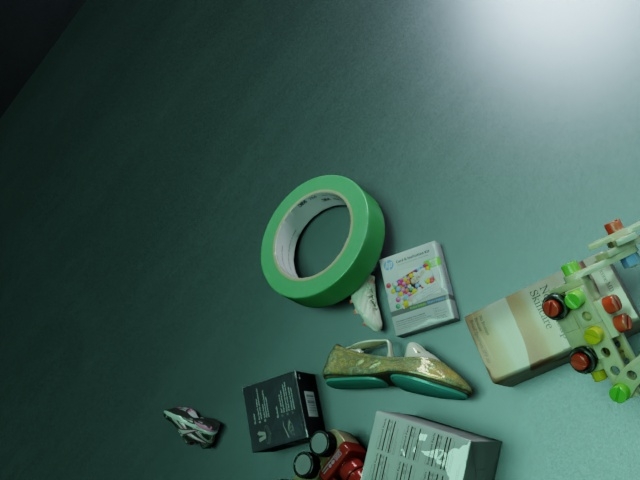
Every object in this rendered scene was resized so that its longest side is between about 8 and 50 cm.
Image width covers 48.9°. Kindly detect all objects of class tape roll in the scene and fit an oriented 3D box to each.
[{"bbox_3d":[0.000,0.000,1.697,0.321,0.077,0.321,-19,56,31],"label":"tape roll"}]

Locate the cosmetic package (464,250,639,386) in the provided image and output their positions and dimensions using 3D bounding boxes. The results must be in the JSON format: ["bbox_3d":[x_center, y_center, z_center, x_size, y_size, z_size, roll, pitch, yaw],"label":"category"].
[{"bbox_3d":[0.456,0.160,1.378,0.296,0.129,0.153,-31,63,20],"label":"cosmetic package"}]

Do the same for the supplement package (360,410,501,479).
[{"bbox_3d":[0.222,0.441,1.401,0.203,0.194,0.149,9,80,34],"label":"supplement package"}]

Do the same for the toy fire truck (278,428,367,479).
[{"bbox_3d":[0.055,0.564,1.515,0.217,0.158,0.246,-54,46,7],"label":"toy fire truck"}]

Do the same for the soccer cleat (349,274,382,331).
[{"bbox_3d":[0.104,0.121,1.645,0.076,0.068,0.196,-35,58,15],"label":"soccer cleat"}]

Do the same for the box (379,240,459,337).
[{"bbox_3d":[0.221,0.111,1.591,0.145,0.038,0.186,-20,65,25],"label":"box"}]

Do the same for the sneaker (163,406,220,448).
[{"bbox_3d":[-0.341,0.485,1.812,0.178,0.072,0.077,13,94,39],"label":"sneaker"}]

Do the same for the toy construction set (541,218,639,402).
[{"bbox_3d":[0.512,0.128,1.188,0.215,0.151,0.327,-33,64,46],"label":"toy construction set"}]

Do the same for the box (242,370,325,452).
[{"bbox_3d":[-0.087,0.406,1.662,0.158,0.093,0.156,-22,66,24],"label":"box"}]

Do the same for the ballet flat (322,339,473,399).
[{"bbox_3d":[0.165,0.274,1.541,0.349,0.123,0.123,-2,75,31],"label":"ballet flat"}]
